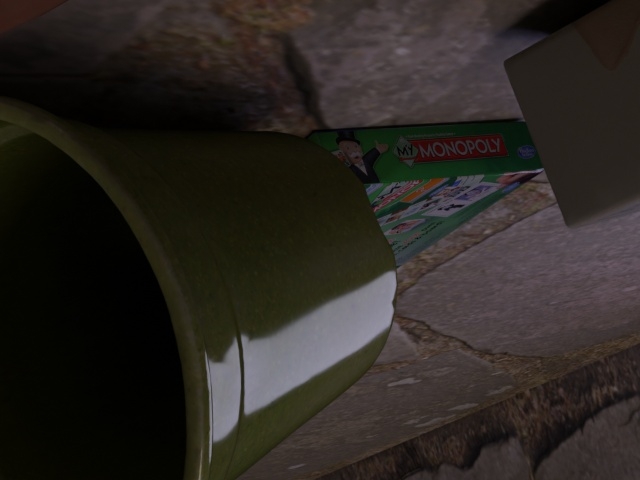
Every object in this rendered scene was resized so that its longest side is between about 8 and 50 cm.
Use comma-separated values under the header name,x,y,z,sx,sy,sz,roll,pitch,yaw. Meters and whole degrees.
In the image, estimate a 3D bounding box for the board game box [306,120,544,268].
name,x,y,z,sx,sy,sz,roll,pitch,yaw
board game box,0.000,0.000,1.094,0.213,0.046,0.317,-6,160,-38

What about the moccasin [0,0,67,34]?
name,x,y,z,sx,sy,sz,roll,pitch,yaw
moccasin,-0.205,-0.113,0.326,0.380,0.139,0.147,0,166,-27

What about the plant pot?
name,x,y,z,sx,sy,sz,roll,pitch,yaw
plant pot,-0.093,0.040,0.784,0.276,0.276,0.254,-31,172,36

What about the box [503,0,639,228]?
name,x,y,z,sx,sy,sz,roll,pitch,yaw
box,0.278,-0.120,0.801,0.148,0.121,0.311,-14,171,-47
